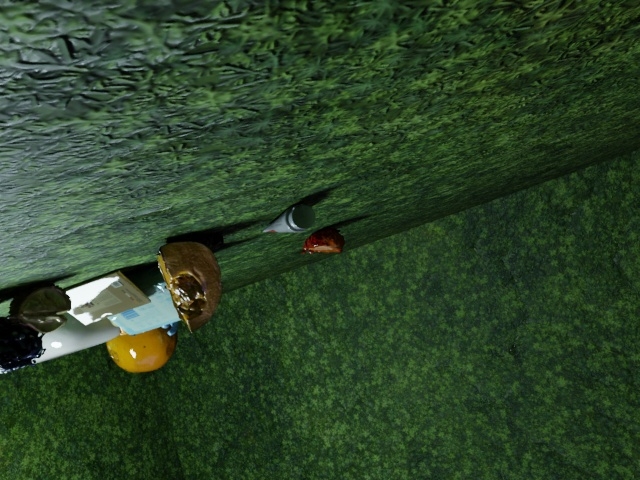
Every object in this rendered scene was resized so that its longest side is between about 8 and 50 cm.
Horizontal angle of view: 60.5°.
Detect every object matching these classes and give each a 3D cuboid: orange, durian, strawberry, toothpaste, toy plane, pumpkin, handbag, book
[{"bbox_3d":[-0.782,0.425,2.401,0.313,0.311,0.312,-18,175,-2],"label":"orange"},{"bbox_3d":[-0.596,0.141,1.139,0.071,0.110,0.140,7,-173,29],"label":"durian"},{"bbox_3d":[0.000,0.000,1.812,0.121,0.082,0.188,9,171,-32],"label":"strawberry"},{"bbox_3d":[-0.068,-0.043,1.227,0.090,0.057,0.234,-19,-177,-17],"label":"toothpaste"},{"bbox_3d":[-0.247,0.007,1.223,0.049,0.031,0.121,-7,168,-36],"label":"toy plane"},{"bbox_3d":[-0.303,0.061,1.228,0.111,0.163,0.278,-28,135,-23],"label":"pumpkin"},{"bbox_3d":[-0.720,0.214,1.154,0.261,0.113,0.162,8,174,4],"label":"handbag"},{"bbox_3d":[-0.535,0.142,1.337,0.199,0.016,0.138,-19,137,12],"label":"book"}]

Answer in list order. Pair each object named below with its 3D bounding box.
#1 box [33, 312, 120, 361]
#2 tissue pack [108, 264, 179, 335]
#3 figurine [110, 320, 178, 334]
[{"bbox_3d":[-0.791,0.281,1.687,0.349,0.141,0.289,-20,173,27],"label":"box"},{"bbox_3d":[-0.426,0.146,1.442,0.264,0.089,0.177,-21,140,8],"label":"tissue pack"},{"bbox_3d":[-0.492,0.191,1.624,0.262,0.179,0.153,-9,154,-7],"label":"figurine"}]
